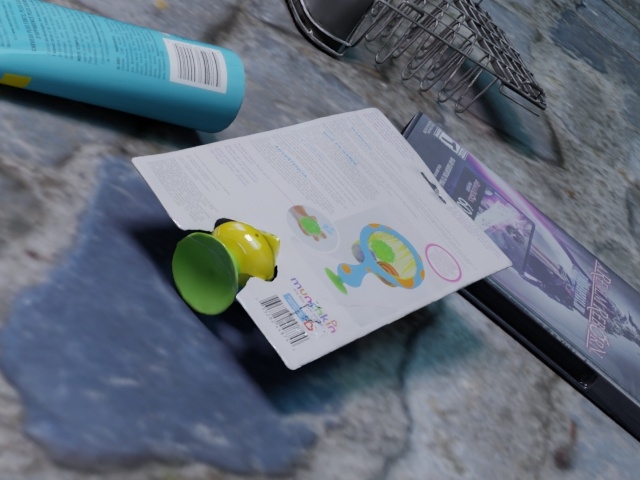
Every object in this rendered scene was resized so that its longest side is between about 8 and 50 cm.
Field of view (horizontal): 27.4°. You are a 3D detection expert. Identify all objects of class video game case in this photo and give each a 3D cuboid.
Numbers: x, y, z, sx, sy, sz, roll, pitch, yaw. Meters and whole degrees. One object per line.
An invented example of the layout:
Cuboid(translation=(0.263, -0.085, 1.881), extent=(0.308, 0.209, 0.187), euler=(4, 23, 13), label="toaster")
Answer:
Cuboid(translation=(0.156, 0.022, 0.972), extent=(0.274, 0.026, 0.196), euler=(39, 24, -2), label="video game case")

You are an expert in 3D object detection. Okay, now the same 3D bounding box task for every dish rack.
Cuboid(translation=(0.084, -0.203, 1.198), extent=(0.271, 0.074, 0.208), euler=(26, 29, -32), label="dish rack")

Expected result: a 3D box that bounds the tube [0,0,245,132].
Cuboid(translation=(-0.138, -0.105, 0.739), extent=(0.207, 0.052, 0.080), euler=(10, 33, -40), label="tube")

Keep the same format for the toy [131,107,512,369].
Cuboid(translation=(0.000, 0.000, 0.747), extent=(0.137, 0.056, 0.237), euler=(51, 31, 14), label="toy")
